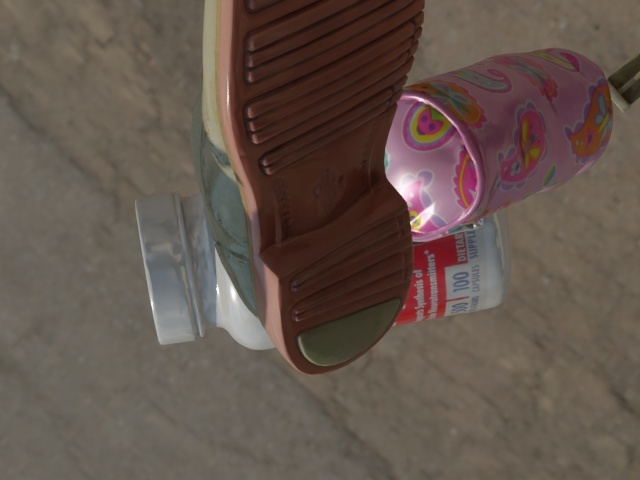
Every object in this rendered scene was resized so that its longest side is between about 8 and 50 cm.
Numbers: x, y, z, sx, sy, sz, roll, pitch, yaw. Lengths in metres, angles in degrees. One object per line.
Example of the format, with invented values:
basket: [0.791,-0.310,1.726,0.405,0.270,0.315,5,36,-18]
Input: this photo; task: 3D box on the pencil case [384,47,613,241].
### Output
pencil case: [0.134,-0.082,1.308,0.124,0.284,0.124,10,110,31]

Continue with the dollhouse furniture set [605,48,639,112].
dollhouse furniture set: [0.400,-0.174,1.648,0.129,0.183,0.129,50,-163,1]

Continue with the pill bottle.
pill bottle: [0.000,0.000,1.883,0.229,0.407,0.229,170,90,-86]

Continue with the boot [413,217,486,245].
boot: [0.047,-0.055,1.683,0.095,0.258,0.123,102,160,-64]

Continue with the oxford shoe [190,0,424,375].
oxford shoe: [-0.033,-0.096,0.983,0.146,0.140,0.397,41,144,39]
